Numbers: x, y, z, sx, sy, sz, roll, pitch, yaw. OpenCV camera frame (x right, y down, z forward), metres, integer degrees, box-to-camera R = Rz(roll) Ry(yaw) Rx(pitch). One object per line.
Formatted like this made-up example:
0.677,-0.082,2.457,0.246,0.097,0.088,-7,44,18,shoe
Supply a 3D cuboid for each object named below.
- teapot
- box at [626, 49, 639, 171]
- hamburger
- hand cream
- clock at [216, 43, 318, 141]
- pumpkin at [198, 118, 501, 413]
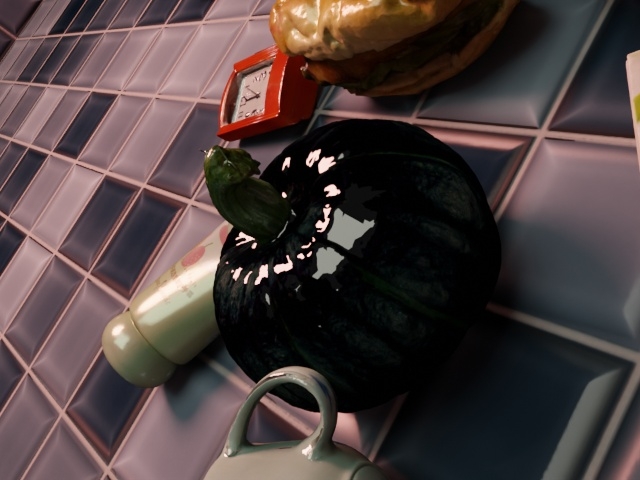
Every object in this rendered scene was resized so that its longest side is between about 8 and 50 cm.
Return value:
0.004,0.200,0.461,0.158,0.159,0.232,-25,84,31,teapot
0.292,-0.017,0.372,0.194,0.111,0.261,-19,52,36,box
0.058,-0.253,0.751,0.209,0.162,0.330,-51,40,6,hamburger
-0.107,0.041,0.767,0.306,0.093,0.147,-41,38,0,hand cream
-0.072,-0.193,0.915,0.155,0.061,0.113,-2,72,49,clock
0.000,0.000,0.549,0.248,0.248,0.248,-26,45,30,pumpkin
